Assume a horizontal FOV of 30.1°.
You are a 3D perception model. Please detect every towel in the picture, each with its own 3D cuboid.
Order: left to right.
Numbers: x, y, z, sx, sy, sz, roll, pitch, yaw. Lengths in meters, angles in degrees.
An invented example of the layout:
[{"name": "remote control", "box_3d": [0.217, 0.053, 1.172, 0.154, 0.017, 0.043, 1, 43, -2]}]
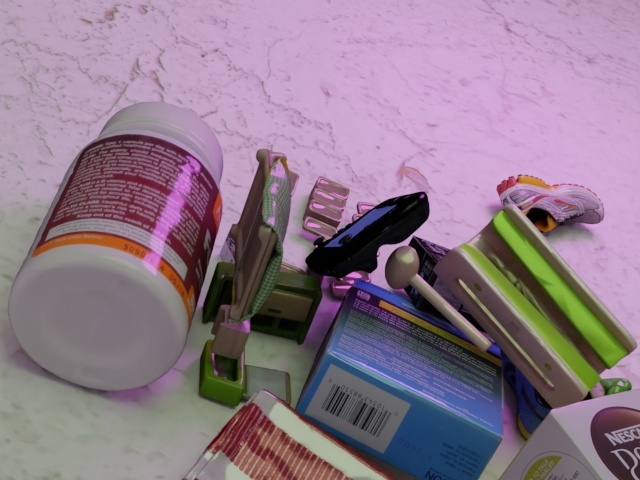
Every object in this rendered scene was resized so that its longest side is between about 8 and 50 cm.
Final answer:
[{"name": "towel", "box_3d": [-0.064, 0.340, 1.375, 0.237, 0.037, 0.329, 34, 49, 10]}]

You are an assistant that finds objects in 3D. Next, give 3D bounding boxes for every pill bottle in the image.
[{"name": "pill bottle", "box_3d": [-0.253, -0.008, 1.595, 0.224, 0.224, 0.392, 20, 37, -8]}]

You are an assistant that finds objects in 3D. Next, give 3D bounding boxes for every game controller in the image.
[{"name": "game controller", "box_3d": [0.064, -0.009, 1.707, 0.067, 0.166, 0.319, 46, -6, -6]}]

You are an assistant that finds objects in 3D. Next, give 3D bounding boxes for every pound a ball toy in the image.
[{"name": "pound a ball toy", "box_3d": [0.252, 0.105, 1.679, 0.208, 0.136, 0.319, -37, 81, -25]}]

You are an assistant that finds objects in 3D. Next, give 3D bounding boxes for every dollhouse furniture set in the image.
[{"name": "dollhouse furniture set", "box_3d": [-0.048, 0.055, 1.570, 0.151, 0.301, 0.197, 13, 35, -13]}]

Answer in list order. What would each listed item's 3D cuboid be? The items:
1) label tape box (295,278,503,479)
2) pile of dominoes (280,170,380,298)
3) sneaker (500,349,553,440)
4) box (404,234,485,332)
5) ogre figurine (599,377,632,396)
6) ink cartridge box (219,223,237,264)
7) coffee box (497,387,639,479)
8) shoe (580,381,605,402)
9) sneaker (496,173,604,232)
[{"name": "label tape box", "box_3d": [0.119, 0.189, 1.650, 0.249, 0.115, 0.348, 26, 15, 1]}, {"name": "pile of dominoes", "box_3d": [0.000, 0.000, 1.915, 0.196, 0.040, 0.251, 23, 44, -5]}, {"name": "sneaker", "box_3d": [0.325, 0.208, 1.795, 0.069, 0.082, 0.209, 12, 37, -15]}, {"name": "box", "box_3d": [0.223, 0.075, 1.848, 0.180, 0.077, 0.147, 20, 13, -17]}, {"name": "ogre figurine", "box_3d": [0.464, 0.263, 1.797, 0.197, 0.097, 0.118, 36, 31, 7]}, {"name": "ink cartridge box", "box_3d": [-0.111, 0.036, 1.760, 0.029, 0.063, 0.115, 2, 42, -30]}, {"name": "coffee box", "box_3d": [0.392, 0.394, 1.383, 0.337, 0.338, 0.334, -5, 46, -36]}, {"name": "shoe", "box_3d": [0.378, 0.284, 1.705, 0.076, 0.058, 0.219, -14, 50, 20]}, {"name": "sneaker", "box_3d": [0.425, -0.051, 2.192, 0.225, 0.088, 0.093, 7, 60, -24]}]
